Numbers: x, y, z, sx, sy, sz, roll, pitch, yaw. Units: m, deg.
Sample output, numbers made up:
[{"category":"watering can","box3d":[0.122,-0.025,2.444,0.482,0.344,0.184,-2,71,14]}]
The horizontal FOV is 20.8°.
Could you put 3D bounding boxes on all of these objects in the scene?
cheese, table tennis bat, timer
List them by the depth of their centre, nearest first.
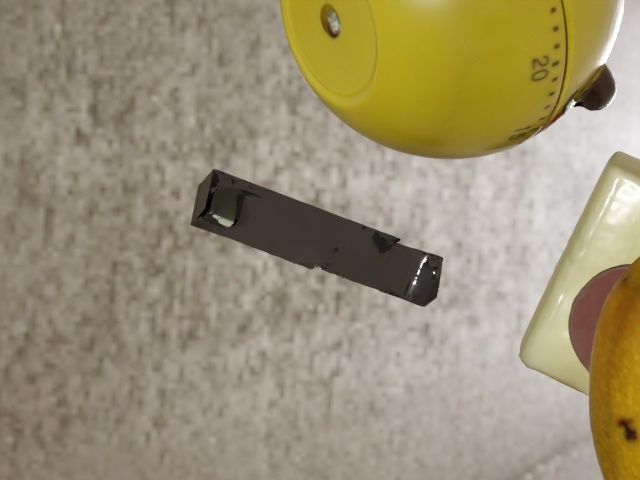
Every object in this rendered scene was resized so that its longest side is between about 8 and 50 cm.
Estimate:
[{"category":"table tennis bat","box3d":[0.328,0.118,1.576,0.131,0.234,0.022,-55,170,31]},{"category":"timer","box3d":[0.163,-0.261,1.706,0.387,0.376,0.376,-24,123,-28]},{"category":"cheese","box3d":[0.394,0.064,2.039,0.124,0.242,0.265,-81,-167,-72]}]

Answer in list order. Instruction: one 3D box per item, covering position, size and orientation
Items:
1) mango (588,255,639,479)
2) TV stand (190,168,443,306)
[{"category":"mango","box3d":[0.244,0.118,0.794,0.177,0.295,0.120,-53,174,21]},{"category":"TV stand","box3d":[0.000,0.000,1.711,0.040,0.256,0.049,-43,-149,55]}]
